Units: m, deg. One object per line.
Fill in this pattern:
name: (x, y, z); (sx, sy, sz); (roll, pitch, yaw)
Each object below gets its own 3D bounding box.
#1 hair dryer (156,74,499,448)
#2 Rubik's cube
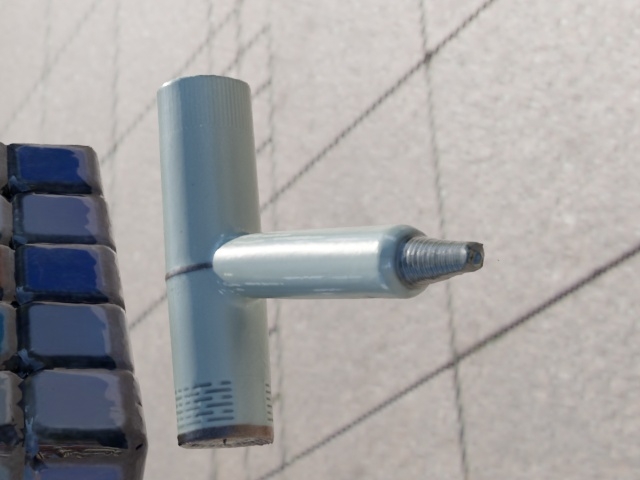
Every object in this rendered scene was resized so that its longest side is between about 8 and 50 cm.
hair dryer: (0.000, -0.008, 0.575); (0.183, 0.044, 0.154); (-21, 70, 48)
Rubik's cube: (-0.266, 0.126, 0.864); (0.287, 0.293, 0.292); (-109, 27, -54)
